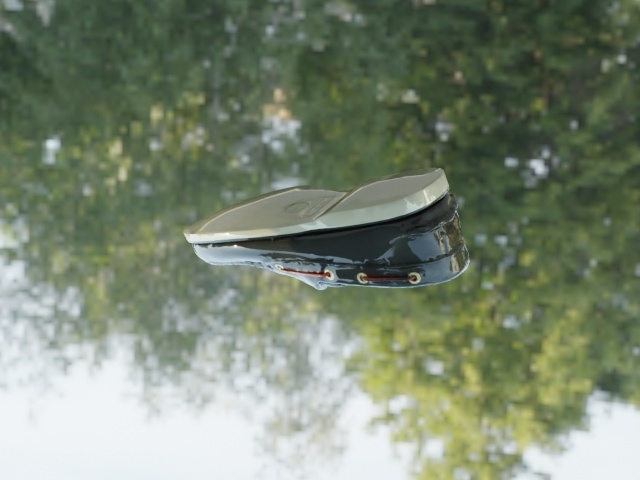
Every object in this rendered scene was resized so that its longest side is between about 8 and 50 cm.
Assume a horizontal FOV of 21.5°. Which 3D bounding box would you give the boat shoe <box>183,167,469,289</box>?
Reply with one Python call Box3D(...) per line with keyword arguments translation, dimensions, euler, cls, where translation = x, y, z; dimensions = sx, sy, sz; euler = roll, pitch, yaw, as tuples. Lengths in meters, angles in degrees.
Box3D(translation=(-0.001, 0.001, 0.657), dimensions=(0.133, 0.042, 0.049), euler=(-4, -156, 41), cls="boat shoe")
